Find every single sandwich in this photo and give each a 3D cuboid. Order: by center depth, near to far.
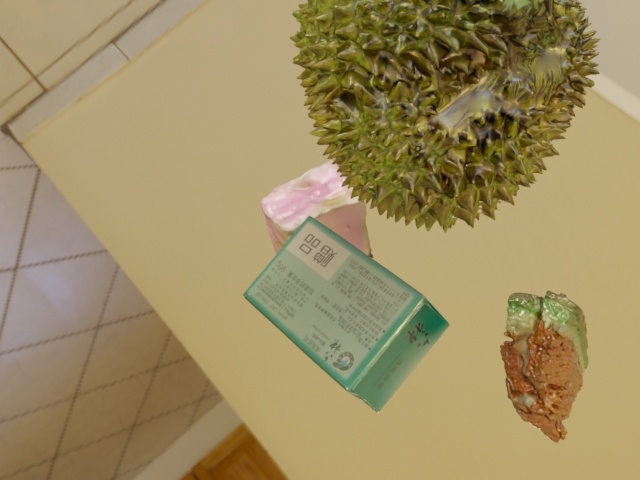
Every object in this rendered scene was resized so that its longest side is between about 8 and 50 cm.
[{"bbox_3d":[0.288,0.162,1.062,0.159,0.109,0.184,-63,147,-20],"label":"sandwich"}]

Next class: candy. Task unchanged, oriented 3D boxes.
[{"bbox_3d":[0.000,0.000,1.381,0.156,0.115,0.265,-28,147,-10],"label":"candy"}]

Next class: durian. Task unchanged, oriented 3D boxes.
[{"bbox_3d":[0.102,-0.161,0.708,0.291,0.224,0.290,-5,111,-13],"label":"durian"}]

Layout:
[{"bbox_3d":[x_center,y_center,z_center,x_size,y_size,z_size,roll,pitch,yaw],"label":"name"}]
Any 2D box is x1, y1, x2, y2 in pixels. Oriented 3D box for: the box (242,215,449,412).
[{"bbox_3d":[0.029,0.092,1.059,0.153,0.245,0.092,-49,138,-4],"label":"box"}]
